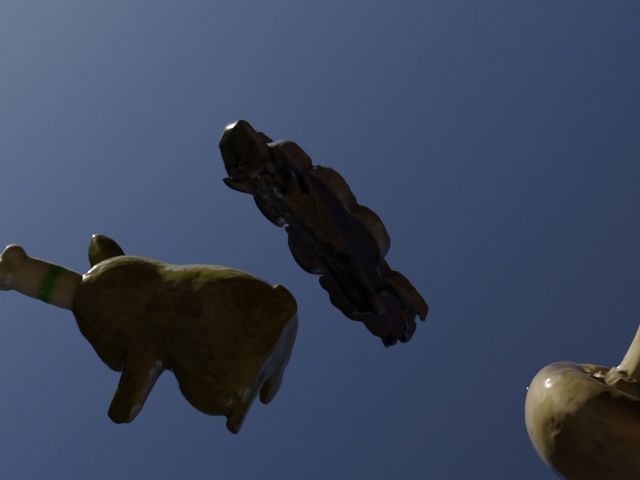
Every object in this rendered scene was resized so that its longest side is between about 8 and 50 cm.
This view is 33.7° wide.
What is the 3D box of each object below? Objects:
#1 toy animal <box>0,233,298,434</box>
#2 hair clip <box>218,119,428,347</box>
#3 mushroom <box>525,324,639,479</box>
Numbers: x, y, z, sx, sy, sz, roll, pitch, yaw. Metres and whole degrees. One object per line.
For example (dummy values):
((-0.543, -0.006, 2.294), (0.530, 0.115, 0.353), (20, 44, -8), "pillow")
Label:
((-0.204, 0.103, 1.257), (0.363, 0.181, 0.180), (11, -72, 19), "toy animal")
((-0.002, 0.001, 0.705), (0.052, 0.195, 0.124), (-44, -162, -18), "hair clip")
((0.310, 0.149, 1.018), (0.207, 0.207, 0.215), (22, -81, 28), "mushroom")
